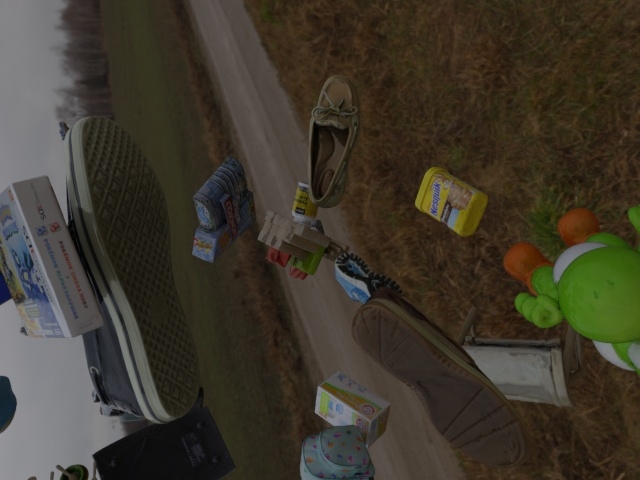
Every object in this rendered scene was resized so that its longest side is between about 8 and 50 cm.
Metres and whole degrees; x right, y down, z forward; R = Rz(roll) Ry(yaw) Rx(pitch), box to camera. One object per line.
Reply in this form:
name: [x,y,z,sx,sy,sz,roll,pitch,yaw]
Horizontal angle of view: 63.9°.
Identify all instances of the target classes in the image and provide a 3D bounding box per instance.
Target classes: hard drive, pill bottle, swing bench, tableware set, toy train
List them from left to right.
tableware set: [-0.449,0.429,0.851,0.024,0.154,0.104,93,161,-45]
toy train: [-0.525,0.482,1.592,0.190,0.333,0.142,11,90,54]
hard drive: [-0.326,0.472,1.078,0.172,0.254,0.054,55,138,25]
pill bottle: [-0.037,-0.089,1.311,0.065,0.065,0.116,37,117,62]
swing bench: [0.421,0.259,1.121,0.253,0.254,0.165,-4,102,36]

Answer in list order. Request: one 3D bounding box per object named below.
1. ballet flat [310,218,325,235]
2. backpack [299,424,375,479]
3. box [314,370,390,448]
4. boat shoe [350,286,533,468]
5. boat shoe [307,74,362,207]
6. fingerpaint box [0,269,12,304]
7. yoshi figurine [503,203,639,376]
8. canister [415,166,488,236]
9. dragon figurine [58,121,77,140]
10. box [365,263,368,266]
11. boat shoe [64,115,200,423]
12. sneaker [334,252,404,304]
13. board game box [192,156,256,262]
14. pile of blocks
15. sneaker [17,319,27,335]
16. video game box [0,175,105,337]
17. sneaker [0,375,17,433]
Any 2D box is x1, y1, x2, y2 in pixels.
ballet flat: [0.000,0.000,1.409,0.114,0.041,0.041,66,161,-11]
backpack: [0.039,0.592,1.375,0.166,0.188,0.144,-112,19,-56]
box: [0.095,0.503,1.535,0.203,0.103,0.114,25,123,33]
boat shoe: [0.200,0.207,0.817,0.342,0.123,0.123,41,120,4]
boat shoe: [0.027,-0.211,1.081,0.089,0.104,0.285,0,-85,-79]
fingerpaint box: [-0.738,0.042,0.693,0.163,0.444,0.371,36,153,45]
yoshi figurine: [0.359,0.046,0.673,0.362,0.202,0.204,-82,-3,-72]
canister: [0.336,-0.101,1.321,0.170,0.073,0.126,43,125,46]
dragon figurine: [-0.681,-0.243,1.554,0.144,0.085,0.289,-10,111,49]
box: [0.138,0.144,1.799,0.137,0.027,0.094,118,156,-72]
boat shoe: [-0.331,0.055,0.828,0.187,0.155,0.500,-27,-73,-67]
sneaker: [0.091,0.093,0.955,0.162,0.063,0.073,43,150,15]
board game box: [-0.228,-0.056,1.187,0.194,0.060,0.194,90,-156,-51]
pile of blocks: [-0.021,0.038,1.102,0.113,0.149,0.362,-66,-17,0]
sneaker: [-0.677,0.172,1.348,0.292,0.110,0.118,-29,-74,-76]
video game box: [-0.360,0.031,0.652,0.205,0.048,0.187,-12,97,48]
sneaker: [-0.817,0.430,1.289,0.228,0.087,0.092,28,109,57]
